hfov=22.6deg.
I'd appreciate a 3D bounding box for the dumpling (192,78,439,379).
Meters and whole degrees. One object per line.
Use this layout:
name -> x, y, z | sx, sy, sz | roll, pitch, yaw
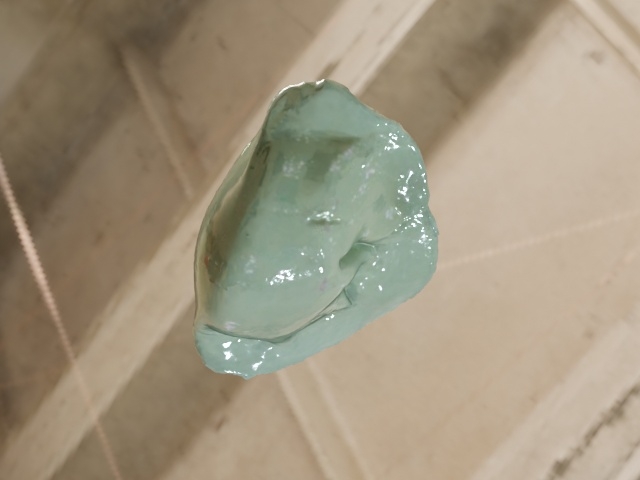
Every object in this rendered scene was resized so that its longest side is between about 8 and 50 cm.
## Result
dumpling -> -0.023, -0.018, 1.775 | 0.212, 0.270, 0.321 | 63, -26, 19
